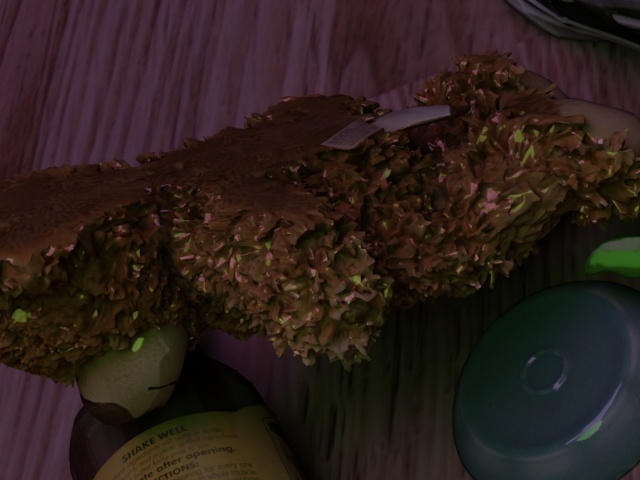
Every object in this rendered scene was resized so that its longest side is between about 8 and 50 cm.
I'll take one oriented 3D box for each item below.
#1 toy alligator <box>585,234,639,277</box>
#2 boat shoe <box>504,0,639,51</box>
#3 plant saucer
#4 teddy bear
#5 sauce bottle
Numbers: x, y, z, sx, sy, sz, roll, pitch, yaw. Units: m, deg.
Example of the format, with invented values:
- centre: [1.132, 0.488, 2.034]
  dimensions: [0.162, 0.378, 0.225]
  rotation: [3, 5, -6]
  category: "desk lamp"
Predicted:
- centre: [0.211, -0.008, 0.714]
  dimensions: [0.189, 0.056, 0.051]
  rotation: [-24, 88, 13]
  category: "toy alligator"
- centre: [0.157, -0.163, 0.821]
  dimensions: [0.121, 0.119, 0.335]
  rotation: [-47, 35, 1]
  category: "boat shoe"
- centre: [0.108, 0.065, 0.759]
  dimensions: [0.119, 0.021, 0.119]
  rotation: [-23, 46, 26]
  category: "plant saucer"
- centre: [0.000, 0.000, 0.759]
  dimensions: [0.338, 0.113, 0.245]
  rotation: [-22, 24, -26]
  category: "teddy bear"
- centre: [-0.058, 0.130, 0.780]
  dimensions: [0.111, 0.111, 0.344]
  rotation: [-39, 42, 9]
  category: "sauce bottle"
